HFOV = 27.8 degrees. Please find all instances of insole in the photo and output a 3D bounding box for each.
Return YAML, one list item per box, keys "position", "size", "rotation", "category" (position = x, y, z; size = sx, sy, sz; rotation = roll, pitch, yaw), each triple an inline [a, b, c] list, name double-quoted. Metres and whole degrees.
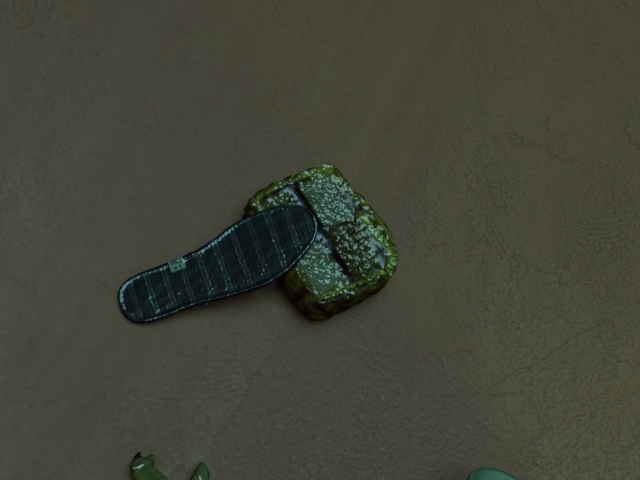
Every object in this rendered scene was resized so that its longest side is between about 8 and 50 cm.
- position: [-0.147, 0.034, 1.871]
  size: [0.310, 0.012, 0.110]
  rotation: [-21, 77, -1]
  category: "insole"

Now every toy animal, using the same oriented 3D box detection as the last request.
- position: [-0.194, 0.381, 1.736]
  size: [0.101, 0.103, 0.218]
  rotation: [-14, 75, 4]
  category: "toy animal"

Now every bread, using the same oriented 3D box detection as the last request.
- position: [0.000, 0.000, 1.942]
  size: [0.181, 0.096, 0.222]
  rotation: [-30, 76, -23]
  category: "bread"

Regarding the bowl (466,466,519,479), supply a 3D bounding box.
- position: [0.256, 0.466, 1.761]
  size: [0.289, 0.146, 0.289]
  rotation: [39, 21, -18]
  category: "bowl"
